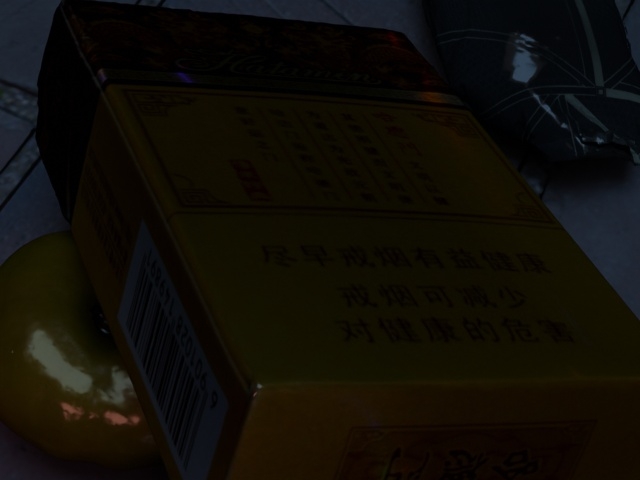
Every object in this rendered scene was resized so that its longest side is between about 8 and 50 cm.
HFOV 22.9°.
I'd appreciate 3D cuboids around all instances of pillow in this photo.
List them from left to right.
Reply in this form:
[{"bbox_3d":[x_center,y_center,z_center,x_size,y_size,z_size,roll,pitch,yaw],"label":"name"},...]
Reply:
[{"bbox_3d":[0.160,-0.190,1.223,0.161,0.093,0.335,-2,55,-10],"label":"pillow"}]

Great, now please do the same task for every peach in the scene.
[{"bbox_3d":[-0.132,0.064,1.009,0.179,0.103,0.179,7,45,-7],"label":"peach"}]

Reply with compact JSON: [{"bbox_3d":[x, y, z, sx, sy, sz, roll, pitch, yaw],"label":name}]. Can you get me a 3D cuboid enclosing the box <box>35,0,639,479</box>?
[{"bbox_3d":[0.000,-0.001,0.948,0.264,0.116,0.415,0,33,-26],"label":"box"}]
